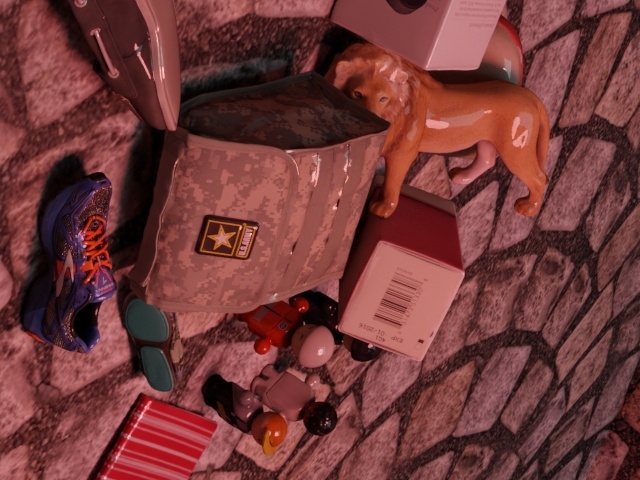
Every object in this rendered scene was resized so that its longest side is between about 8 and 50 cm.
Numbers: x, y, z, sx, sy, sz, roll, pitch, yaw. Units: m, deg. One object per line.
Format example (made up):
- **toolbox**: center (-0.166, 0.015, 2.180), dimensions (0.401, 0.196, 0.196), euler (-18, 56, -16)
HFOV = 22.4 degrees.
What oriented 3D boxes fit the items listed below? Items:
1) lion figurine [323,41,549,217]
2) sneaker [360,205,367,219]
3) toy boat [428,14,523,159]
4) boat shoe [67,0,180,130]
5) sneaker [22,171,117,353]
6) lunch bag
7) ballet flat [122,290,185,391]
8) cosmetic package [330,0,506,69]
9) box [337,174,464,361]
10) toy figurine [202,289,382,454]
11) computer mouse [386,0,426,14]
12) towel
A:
- **lion figurine**: center (0.168, -0.155, 2.123), dimensions (0.392, 0.142, 0.240), euler (-6, 128, -28)
- **sneaker**: center (0.000, 0.000, 2.174), dimensions (0.178, 0.072, 0.077), euler (-22, 137, -50)
- **toy boat**: center (0.205, -0.233, 2.251), dimensions (0.231, 0.151, 0.151), euler (92, 7, -45)
- **boat shoe**: center (-0.202, -0.228, 1.586), dimensions (0.335, 0.095, 0.112), euler (82, 10, -57)
- **sneaker**: center (-0.252, 0.026, 1.739), dimensions (0.083, 0.087, 0.221), euler (-26, 139, -49)
- **lunch bag**: center (-0.083, -0.048, 1.878), dimensions (0.287, 0.169, 0.235), euler (-18, 135, -44)
- **ballet flat**: center (-0.199, 0.105, 1.960), dimensions (0.070, 0.070, 0.188), euler (-42, 151, -31)
- **cosmetic package**: center (0.136, -0.322, 1.987), dimensions (0.151, 0.151, 0.183), euler (-11, 128, -57)
- **box**: center (0.106, 0.033, 2.202), dimensions (0.232, 0.127, 0.148), euler (-88, -159, -66)
- **toy figurine**: center (-0.034, 0.176, 2.207), dimensions (0.213, 0.148, 0.209), euler (2, 116, -61)
- **computer mouse**: center (0.118, -0.367, 1.727), dimensions (0.184, 0.060, 0.262), euler (3, 100, -58)
- **towel**: center (-0.253, 0.338, 2.128), dimensions (0.275, 0.031, 0.199), euler (-60, 152, -2)
